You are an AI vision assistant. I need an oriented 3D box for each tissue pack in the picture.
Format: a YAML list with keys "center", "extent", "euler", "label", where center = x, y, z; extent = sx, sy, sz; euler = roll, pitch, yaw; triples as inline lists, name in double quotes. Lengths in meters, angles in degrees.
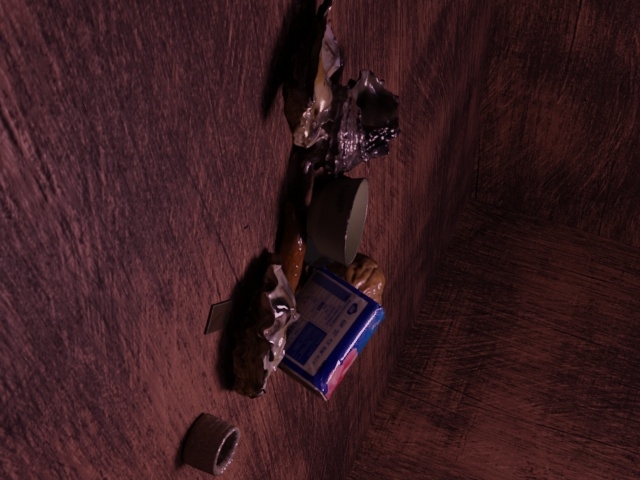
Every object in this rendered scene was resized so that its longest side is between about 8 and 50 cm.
- center: [0.005, 0.229, 2.103]
  extent: [0.269, 0.209, 0.137]
  euler: [-54, 165, -15]
  label: "tissue pack"

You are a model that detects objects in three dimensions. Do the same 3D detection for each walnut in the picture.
- center: [0.084, 0.127, 2.316]
  extent: [0.245, 0.198, 0.198]
  euler: [-47, 152, -77]
  label: "walnut"

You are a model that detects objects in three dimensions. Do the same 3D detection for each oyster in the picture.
- center: [-0.130, 0.211, 1.913]
  extent: [0.238, 0.115, 0.351]
  euler: [-55, 163, -66]
  label: "oyster"
- center: [-0.011, -0.355, 1.716]
  extent: [0.271, 0.101, 0.275]
  euler: [-51, 141, -54]
  label: "oyster"

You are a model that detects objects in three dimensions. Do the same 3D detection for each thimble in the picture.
- center: [-0.238, 0.443, 1.833]
  extent: [0.115, 0.090, 0.102]
  euler: [-57, 155, -36]
  label: "thimble"

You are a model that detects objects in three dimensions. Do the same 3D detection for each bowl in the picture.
- center: [0.036, -0.051, 1.959]
  extent: [0.211, 0.112, 0.211]
  euler: [10, 90, -76]
  label: "bowl"

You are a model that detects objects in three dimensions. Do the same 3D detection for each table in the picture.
- center: [0.000, 0.000, 2.083]
  extent: [0.134, 0.043, 0.133]
  euler: [-16, 124, -25]
  label: "table"

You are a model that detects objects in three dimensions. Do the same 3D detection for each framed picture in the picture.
- center: [-0.213, 0.160, 1.760]
  extent: [0.089, 0.007, 0.066]
  euler: [-13, 120, -70]
  label: "framed picture"

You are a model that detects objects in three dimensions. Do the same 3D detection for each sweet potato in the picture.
- center: [-0.070, 0.049, 2.004]
  extent: [0.072, 0.066, 0.314]
  euler: [-29, 139, -42]
  label: "sweet potato"

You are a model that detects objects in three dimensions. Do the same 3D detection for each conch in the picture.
- center: [0.054, -0.275, 1.923]
  extent: [0.313, 0.186, 0.240]
  euler: [-41, 135, -30]
  label: "conch"

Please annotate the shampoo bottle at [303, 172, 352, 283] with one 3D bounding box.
- center: [0.008, -0.018, 2.169]
  extent: [0.098, 0.071, 0.309]
  euler: [-34, 142, -59]
  label: "shampoo bottle"
